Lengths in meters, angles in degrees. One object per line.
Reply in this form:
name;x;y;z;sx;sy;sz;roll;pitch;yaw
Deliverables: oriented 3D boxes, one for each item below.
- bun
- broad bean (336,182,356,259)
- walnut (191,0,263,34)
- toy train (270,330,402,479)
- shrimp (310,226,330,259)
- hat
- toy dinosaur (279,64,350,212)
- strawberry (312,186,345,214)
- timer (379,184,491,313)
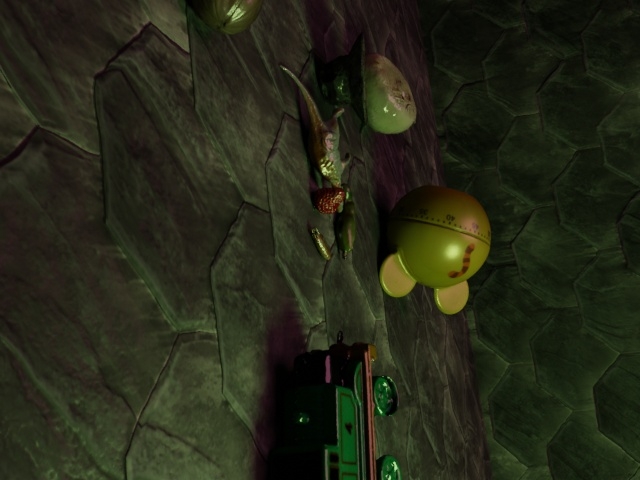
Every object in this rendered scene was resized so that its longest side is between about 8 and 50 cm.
bun;0.197;-0.466;2.083;0.273;0.168;0.272;40;38;-41
broad bean;0.069;-0.050;1.702;0.070;0.048;0.213;44;40;-58
walnut;-0.170;-0.458;1.174;0.140;0.140;0.162;55;22;-47
toy train;0.018;0.372;1.217;0.249;0.178;0.429;29;53;-50
shrimp;0.000;0.000;1.542;0.059;0.023;0.108;-89;158;-51
hat;0.066;-0.441;1.780;0.265;0.129;0.265;-1;90;-81
toy dinosaur;0.007;-0.270;1.611;0.205;0.092;0.392;-70;146;-45
strawberry;0.023;-0.099;1.567;0.073;0.083;0.073;28;56;-53
timer;0.363;0.024;2.077;0.376;0.376;0.386;24;80;-65
